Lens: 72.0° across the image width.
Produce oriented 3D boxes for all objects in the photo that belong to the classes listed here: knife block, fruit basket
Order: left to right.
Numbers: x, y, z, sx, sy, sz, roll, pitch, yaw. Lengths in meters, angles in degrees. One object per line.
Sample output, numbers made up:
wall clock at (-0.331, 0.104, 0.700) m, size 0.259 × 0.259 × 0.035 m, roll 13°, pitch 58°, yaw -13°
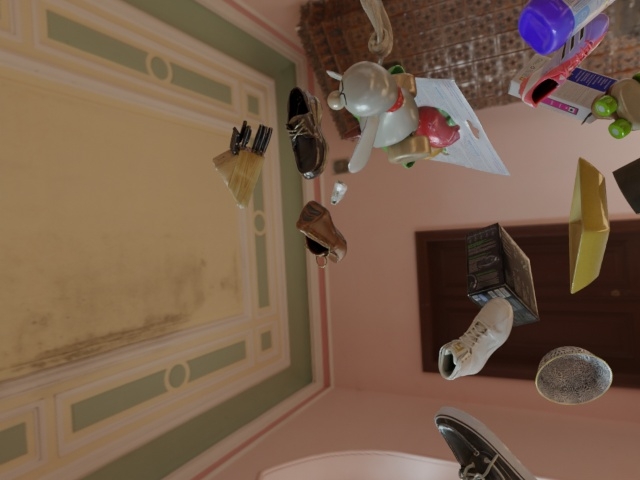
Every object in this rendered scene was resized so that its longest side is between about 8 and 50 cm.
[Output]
knife block at (-0.250, -0.283, 1.592) m, size 0.275 × 0.242 × 0.088 m, roll 65°, pitch 175°, yaw -35°
fruit basket at (0.253, -0.291, 1.057) m, size 0.327 × 0.353 × 0.165 m, roll 38°, pitch -100°, yaw -38°

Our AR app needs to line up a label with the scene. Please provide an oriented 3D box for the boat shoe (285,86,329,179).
boat shoe at (-0.065, -0.366, 1.487) m, size 0.130 × 0.132 × 0.355 m, roll 29°, pitch -136°, yaw -49°

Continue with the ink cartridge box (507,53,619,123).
ink cartridge box at (0.838, -0.495, 1.457) m, size 0.176 × 0.371 × 0.069 m, roll -45°, pitch -31°, yaw -20°

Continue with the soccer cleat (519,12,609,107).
soccer cleat at (0.609, -0.439, 1.096) m, size 0.083 × 0.248 × 0.095 m, roll 27°, pitch -141°, yaw -23°

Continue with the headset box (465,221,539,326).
headset box at (0.618, 0.113, 1.515) m, size 0.246 × 0.131 × 0.283 m, roll 38°, pitch -135°, yaw -30°

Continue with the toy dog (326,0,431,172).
toy dog at (0.077, -0.218, 0.751) m, size 0.334 × 0.161 × 0.220 m, roll 32°, pitch -130°, yaw -59°

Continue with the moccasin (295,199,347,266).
moccasin at (0.002, 0.002, 1.593) m, size 0.147 × 0.139 × 0.380 m, roll -49°, pitch -21°, yaw -7°

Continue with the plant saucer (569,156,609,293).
plant saucer at (0.873, -0.046, 1.437) m, size 0.332 × 0.081 × 0.332 m, roll 65°, pitch -144°, yaw -45°

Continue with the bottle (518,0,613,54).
bottle at (0.472, -0.444, 0.734) m, size 0.092 × 0.283 × 0.118 m, roll 52°, pitch -172°, yaw 11°

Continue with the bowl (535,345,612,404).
bowl at (0.620, 0.320, 1.103) m, size 0.080 × 0.170 × 0.170 m, roll -72°, pitch -32°, yaw -59°

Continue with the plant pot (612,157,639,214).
plant pot at (1.107, -0.182, 1.428) m, size 0.188 × 0.188 × 0.166 m, roll 52°, pitch -150°, yaw -80°

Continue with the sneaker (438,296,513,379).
sneaker at (0.468, 0.309, 1.347) m, size 0.169 × 0.108 × 0.292 m, roll -2°, pitch -61°, yaw -39°

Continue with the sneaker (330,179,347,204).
sneaker at (0.074, -0.197, 1.837) m, size 0.061 × 0.054 × 0.152 m, roll -57°, pitch -11°, yaw -21°

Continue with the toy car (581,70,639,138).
toy car at (0.845, -0.376, 1.270) m, size 0.149 × 0.155 × 0.188 m, roll 56°, pitch 180°, yaw -5°

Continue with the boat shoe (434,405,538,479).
boat shoe at (0.354, 0.498, 0.940) m, size 0.105 × 0.306 × 0.113 m, roll -27°, pitch -30°, yaw -33°
